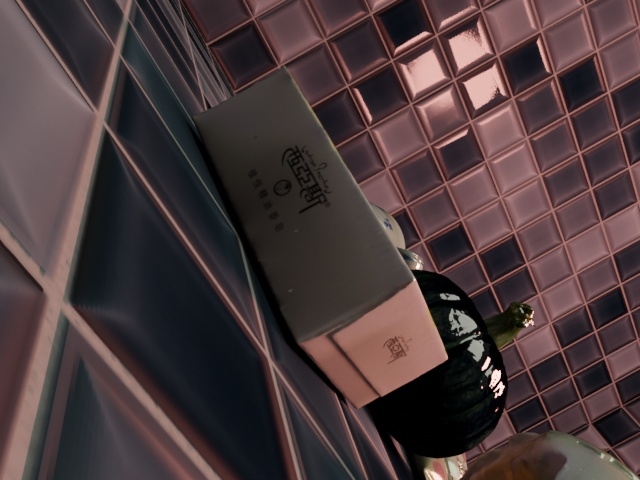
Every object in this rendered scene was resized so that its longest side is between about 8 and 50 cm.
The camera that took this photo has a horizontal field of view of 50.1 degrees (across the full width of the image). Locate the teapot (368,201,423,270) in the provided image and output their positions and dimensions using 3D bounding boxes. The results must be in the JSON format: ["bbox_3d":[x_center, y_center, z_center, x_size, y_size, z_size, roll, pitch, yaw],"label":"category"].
[{"bbox_3d":[0.042,0.005,1.005,0.231,0.159,0.159,21,-14,19],"label":"teapot"}]

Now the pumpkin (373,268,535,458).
[{"bbox_3d":[0.167,0.147,0.896,0.248,0.248,0.248,61,2,-3],"label":"pumpkin"}]

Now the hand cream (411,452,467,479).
[{"bbox_3d":[0.179,0.337,1.053,0.147,0.093,0.306,61,11,-10],"label":"hand cream"}]

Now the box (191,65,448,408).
[{"bbox_3d":[0.000,0.000,0.636,0.261,0.111,0.194,59,0,31],"label":"box"}]

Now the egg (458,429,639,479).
[{"bbox_3d":[0.186,0.260,0.494,0.217,0.183,0.183,51,1,2],"label":"egg"}]
